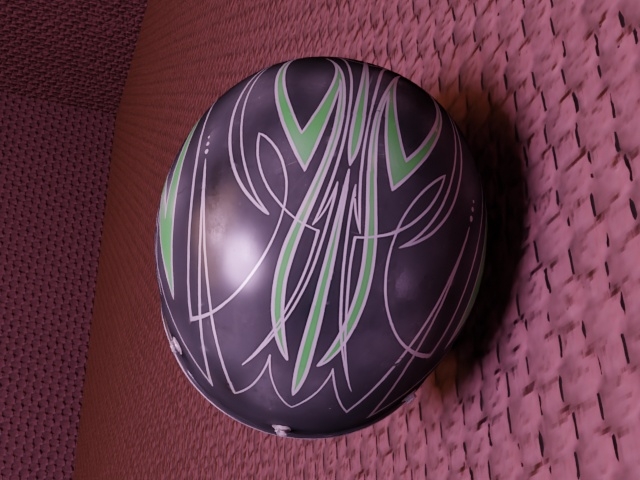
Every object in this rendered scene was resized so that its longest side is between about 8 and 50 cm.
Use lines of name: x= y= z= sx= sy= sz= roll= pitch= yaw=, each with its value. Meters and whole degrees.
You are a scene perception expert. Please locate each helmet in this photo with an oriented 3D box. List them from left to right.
helmet: x=0.000 y=0.000 z=0.408 sx=0.161 sy=0.169 sz=0.169 roll=-89 pitch=13 yaw=-78
